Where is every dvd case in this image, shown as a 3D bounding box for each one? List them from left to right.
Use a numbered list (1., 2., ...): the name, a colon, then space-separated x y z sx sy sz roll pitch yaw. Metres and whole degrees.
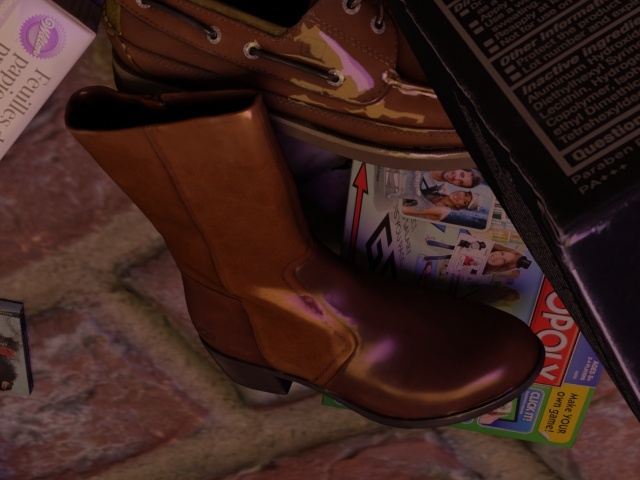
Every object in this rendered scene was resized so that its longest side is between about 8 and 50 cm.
1. dvd case: -0.306 0.093 1.036 0.087 0.013 0.119 11 133 2

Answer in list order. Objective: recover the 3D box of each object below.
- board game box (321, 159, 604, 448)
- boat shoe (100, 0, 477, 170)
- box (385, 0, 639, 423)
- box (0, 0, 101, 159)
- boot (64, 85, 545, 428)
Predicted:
1. board game box: 0.120 0.029 0.859 0.214 0.046 0.317 10 134 4
2. boat shoe: 0.013 -0.121 0.693 0.307 0.110 0.104 6 135 7
3. box: 0.208 -0.092 0.496 0.296 0.294 0.182 -29 125 7
4. box: -0.268 -0.044 0.780 0.063 0.067 0.324 35 108 -21
5. boot: 0.000 0.000 0.754 0.264 0.096 0.280 10 143 29
